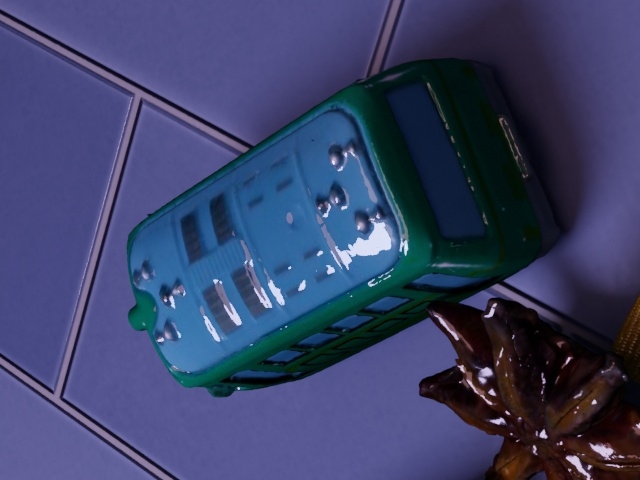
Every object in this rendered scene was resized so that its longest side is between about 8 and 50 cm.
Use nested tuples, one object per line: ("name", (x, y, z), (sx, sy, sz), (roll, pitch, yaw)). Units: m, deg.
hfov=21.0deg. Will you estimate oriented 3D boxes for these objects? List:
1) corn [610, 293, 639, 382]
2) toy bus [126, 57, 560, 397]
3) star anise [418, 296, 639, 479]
("corn", (0.248, 0.065, 1.307), (0.037, 0.037, 0.092), (37, 113, 29))
("toy bus", (0.000, 0.000, 1.394), (0.343, 0.199, 0.183), (-31, 77, 37))
("star anise", (0.190, 0.126, 1.311), (0.272, 0.102, 0.272), (31, 149, 22))
